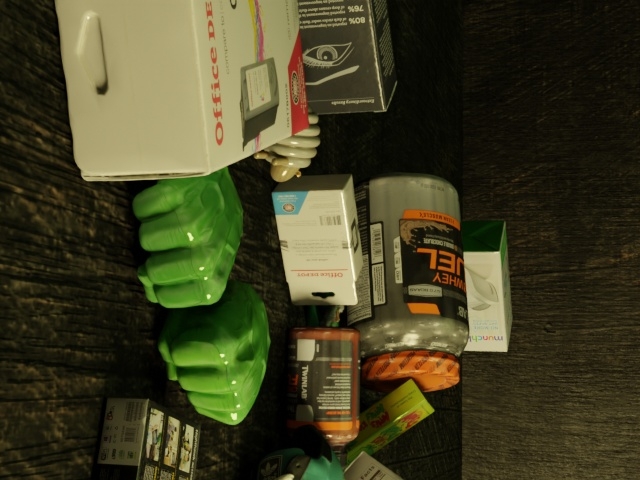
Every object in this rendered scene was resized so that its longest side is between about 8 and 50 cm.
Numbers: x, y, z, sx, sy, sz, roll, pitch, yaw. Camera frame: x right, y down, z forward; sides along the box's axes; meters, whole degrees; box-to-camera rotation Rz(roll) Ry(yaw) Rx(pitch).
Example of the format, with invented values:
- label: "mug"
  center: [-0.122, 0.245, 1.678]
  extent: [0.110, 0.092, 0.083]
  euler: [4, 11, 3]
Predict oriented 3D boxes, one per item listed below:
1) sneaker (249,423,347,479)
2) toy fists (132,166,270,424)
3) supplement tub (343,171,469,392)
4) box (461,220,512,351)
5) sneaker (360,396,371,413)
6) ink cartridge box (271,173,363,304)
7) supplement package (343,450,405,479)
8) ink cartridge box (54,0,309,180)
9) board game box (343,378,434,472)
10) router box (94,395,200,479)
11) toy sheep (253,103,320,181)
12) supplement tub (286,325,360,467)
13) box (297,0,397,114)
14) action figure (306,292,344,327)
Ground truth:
- label: "sneaker"
  center: [-0.058, 0.332, 1.213]
  extent: [0.121, 0.108, 0.302]
  euler: [68, 24, -7]
- label: "toy fists"
  center: [-0.120, 0.056, 1.005]
  extent: [0.142, 0.096, 0.279]
  euler: [-83, 165, -64]
- label: "supplement tub"
  center: [0.139, 0.073, 1.646]
  extent: [0.207, 0.207, 0.338]
  euler: [51, 35, -65]
- label: "box"
  center: [0.231, 0.087, 1.910]
  extent: [0.127, 0.262, 0.231]
  euler: [-64, 150, -56]
- label: "sneaker"
  center: [0.044, 0.254, 1.602]
  extent: [0.188, 0.067, 0.078]
  euler: [42, 52, -66]
- label: "ink cartridge box"
  center: [0.000, 0.000, 1.399]
  extent: [0.060, 0.104, 0.180]
  euler: [-63, 149, -60]
- label: "supplement package"
  center: [0.073, 0.471, 1.408]
  extent: [0.204, 0.145, 0.262]
  euler: [-45, 142, -22]
- label: "ink cartridge box"
  center: [-0.119, -0.192, 0.955]
  extent: [0.306, 0.131, 0.226]
  euler: [-46, 133, -70]
- label: "board game box"
  center: [0.090, 0.297, 1.572]
  extent: [0.043, 0.181, 0.092]
  euler: [56, 2, 26]
- label: "router box"
  center: [-0.165, 0.247, 0.918]
  extent: [0.133, 0.046, 0.179]
  euler: [54, 38, -64]
- label: "toy sheep"
  center: [-0.041, -0.141, 1.301]
  extent: [0.091, 0.091, 0.132]
  euler: [-35, 141, -71]
- label: "supplement tub"
  center: [0.004, 0.221, 1.397]
  extent: [0.106, 0.106, 0.198]
  euler: [24, 66, -72]
- label: "box"
  center: [0.016, -0.289, 1.386]
  extent: [0.108, 0.153, 0.207]
  euler: [-68, 153, -55]
- label: "action figure"
  center: [0.012, 0.089, 1.524]
  extent: [0.137, 0.063, 0.232]
  euler: [-33, 125, -75]
